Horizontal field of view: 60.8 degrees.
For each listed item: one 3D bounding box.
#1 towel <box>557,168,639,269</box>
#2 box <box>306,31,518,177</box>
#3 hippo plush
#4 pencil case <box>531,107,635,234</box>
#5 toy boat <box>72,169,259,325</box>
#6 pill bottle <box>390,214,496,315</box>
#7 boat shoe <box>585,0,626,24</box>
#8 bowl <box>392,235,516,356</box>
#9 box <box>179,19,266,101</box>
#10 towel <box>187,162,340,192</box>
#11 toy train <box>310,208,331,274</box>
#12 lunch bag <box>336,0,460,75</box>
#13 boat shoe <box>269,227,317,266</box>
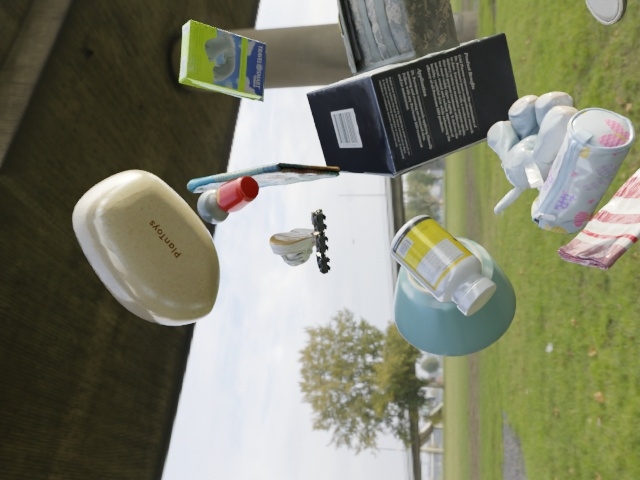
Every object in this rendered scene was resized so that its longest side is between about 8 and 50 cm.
[{"bbox_3d":[0.741,-0.066,1.318,0.329,0.037,0.237,-46,3,2],"label":"towel"},{"bbox_3d":[0.279,-0.419,1.739,0.480,0.472,0.297,20,128,65],"label":"box"},{"bbox_3d":[0.558,-0.191,1.282,0.234,0.237,0.294,-40,35,45],"label":"hippo plush"},{"bbox_3d":[0.505,-0.128,1.074,0.273,0.124,0.113,88,170,-55],"label":"pencil case"},{"bbox_3d":[-0.237,-0.010,0.916,0.318,0.148,0.267,-43,-74,-43],"label":"toy boat"},{"bbox_3d":[0.220,0.046,0.977,0.184,0.103,0.103,46,169,29],"label":"pill bottle"},{"bbox_3d":[0.780,-0.737,1.509,0.112,0.095,0.335,120,141,-60],"label":"boat shoe"},{"bbox_3d":[0.315,0.111,1.343,0.163,0.312,0.311,65,-153,-45],"label":"bowl"},{"bbox_3d":[-0.175,-0.335,1.038,0.178,0.042,0.109,5,-92,-35],"label":"box"},{"bbox_3d":[-0.165,-0.174,1.553,0.271,0.370,0.040,-6,-88,-51],"label":"towel"},{"bbox_3d":[0.000,0.000,1.113,0.036,0.027,0.158,-128,26,-50],"label":"toy train"},{"bbox_3d":[0.128,-0.496,1.180,0.169,0.287,0.235,-23,-73,-29],"label":"lunch bag"},{"bbox_3d":[-0.065,0.026,1.477,0.277,0.098,0.096,-19,-64,-73],"label":"boat shoe"}]
